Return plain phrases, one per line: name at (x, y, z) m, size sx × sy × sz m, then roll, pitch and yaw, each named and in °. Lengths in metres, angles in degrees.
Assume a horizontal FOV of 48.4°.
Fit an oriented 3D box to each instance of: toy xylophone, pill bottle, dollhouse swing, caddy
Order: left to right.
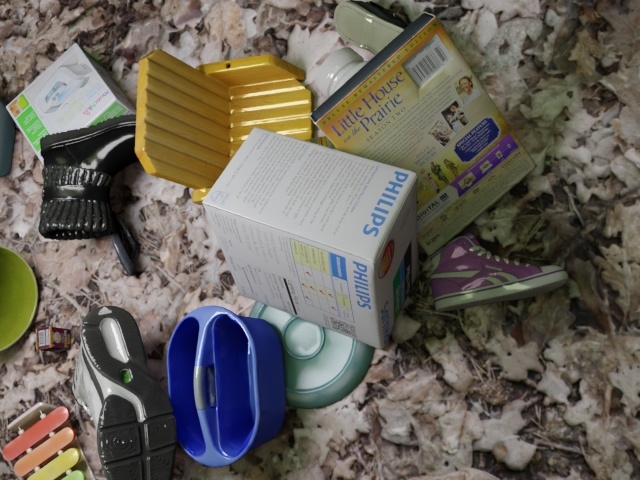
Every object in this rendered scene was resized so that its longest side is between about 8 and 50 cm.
toy xylophone at (-0.614, 0.530, 1.717) m, size 0.236 × 0.081 × 0.323 m, roll -43°, pitch 70°, yaw 4°
caddy at (-0.216, 0.313, 1.558) m, size 0.241 × 0.179 × 0.342 m, roll -9°, pitch 82°, yaw 29°
dollhouse swing at (-0.209, -0.277, 1.645) m, size 0.314 × 0.305 × 0.347 m, roll -4°, pitch 76°, yaw 17°
pill bottle at (0.128, -0.299, 1.615) m, size 0.169 × 0.169 × 0.301 m, roll -45°, pitch 70°, yaw 4°

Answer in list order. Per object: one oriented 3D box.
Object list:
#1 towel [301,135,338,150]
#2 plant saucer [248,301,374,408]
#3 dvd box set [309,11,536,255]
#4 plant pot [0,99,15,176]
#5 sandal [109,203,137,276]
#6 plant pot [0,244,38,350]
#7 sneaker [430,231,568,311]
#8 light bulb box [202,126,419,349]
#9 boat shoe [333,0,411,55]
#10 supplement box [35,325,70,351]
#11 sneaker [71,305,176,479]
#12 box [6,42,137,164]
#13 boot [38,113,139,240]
towel at (-0.058, -0.180, 1.646) m, size 0.237 × 0.021 × 0.102 m, roll -14°, pitch 83°, yaw -26°
plant saucer at (-0.034, 0.221, 1.623) m, size 0.317 × 0.043 × 0.318 m, roll -4°, pitch 77°, yaw 17°
dvd box set at (0.220, -0.203, 1.467) m, size 0.307 × 0.420 × 0.062 m, roll -42°, pitch 29°, yaw 6°
plant pot at (-0.965, -0.273, 1.906) m, size 0.247 × 0.252 × 0.247 m, roll -2°, pitch 77°, yaw 17°
sandal at (-0.509, -0.032, 1.803) m, size 0.054 × 0.097 × 0.255 m, roll -19°, pitch 72°, yaw -15°
plant pot at (-0.933, 0.140, 1.827) m, size 0.293 × 0.274 × 0.275 m, roll 2°, pitch 79°, yaw 34°
sneaker at (0.368, 0.049, 1.505) m, size 0.282 × 0.102 × 0.161 m, roll -10°, pitch 73°, yaw 15°
light bulb box at (0.000, 0.000, 1.466) m, size 0.360 × 0.358 × 0.225 m, roll 19°, pitch 61°, yaw 19°
boat shoe at (0.184, -0.461, 1.667) m, size 0.113 × 0.127 × 0.340 m, roll -29°, pitch 55°, yaw -36°
supplement box at (-0.672, 0.249, 1.793) m, size 0.043 × 0.083 × 0.055 m, roll -12°, pitch 75°, yaw 14°
sneaker at (-0.454, 0.396, 1.625) m, size 0.169 × 0.257 × 0.448 m, roll -7°, pitch 65°, yaw -28°
box at (-0.656, -0.340, 1.894) m, size 0.262 × 0.127 × 0.231 m, roll -40°, pitch 68°, yaw 5°
boot at (-0.514, -0.145, 1.723) m, size 0.347 × 0.131 × 0.260 m, roll -13°, pitch 70°, yaw 6°
